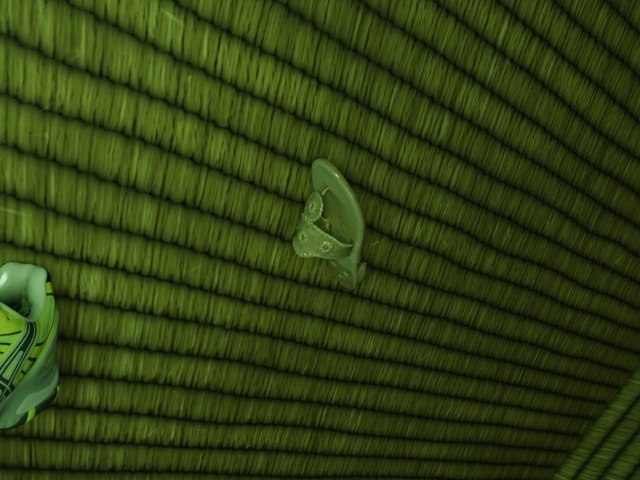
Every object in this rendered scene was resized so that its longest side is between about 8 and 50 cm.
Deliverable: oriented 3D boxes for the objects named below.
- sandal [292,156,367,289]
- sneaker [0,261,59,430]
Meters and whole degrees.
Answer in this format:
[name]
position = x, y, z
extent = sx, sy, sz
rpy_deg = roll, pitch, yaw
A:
[sandal]
position = 0.004, 0.003, 1.187
extent = 0.079, 0.088, 0.240
rpy_deg = -40, 147, -19
[sneaker]
position = -0.349, 0.122, 0.826
extent = 0.384, 0.145, 0.147
rpy_deg = -70, 169, -75
